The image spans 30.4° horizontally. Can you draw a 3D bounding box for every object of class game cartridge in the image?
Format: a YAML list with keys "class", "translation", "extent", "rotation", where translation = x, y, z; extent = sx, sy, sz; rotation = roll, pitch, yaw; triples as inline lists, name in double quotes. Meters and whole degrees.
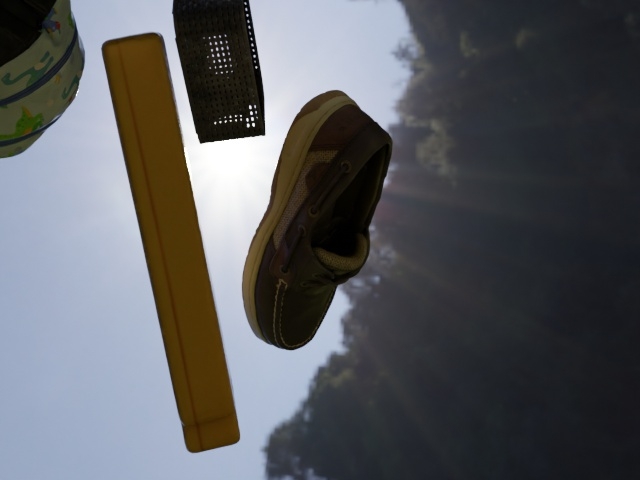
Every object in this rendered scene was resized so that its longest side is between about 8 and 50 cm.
- class: "game cartridge"
  translation: [-0.118, -0.018, 0.909]
  extent: [0.323, 0.053, 0.285]
  rotation: [-124, 23, -78]

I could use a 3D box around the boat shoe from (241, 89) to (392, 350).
- class: "boat shoe"
  translation: [0.000, 0.000, 1.117]
  extent: [0.103, 0.092, 0.285]
  rotation: [-15, -47, -41]

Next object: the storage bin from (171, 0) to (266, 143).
- class: "storage bin"
  translation: [-0.119, -0.219, 1.413]
  extent: [0.122, 0.084, 0.180]
  rotation: [-95, -2, -51]

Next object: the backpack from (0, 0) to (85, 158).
- class: "backpack"
  translation: [-0.437, -0.243, 1.319]
  extent: [0.273, 0.356, 0.290]
  rotation: [75, -149, -46]
